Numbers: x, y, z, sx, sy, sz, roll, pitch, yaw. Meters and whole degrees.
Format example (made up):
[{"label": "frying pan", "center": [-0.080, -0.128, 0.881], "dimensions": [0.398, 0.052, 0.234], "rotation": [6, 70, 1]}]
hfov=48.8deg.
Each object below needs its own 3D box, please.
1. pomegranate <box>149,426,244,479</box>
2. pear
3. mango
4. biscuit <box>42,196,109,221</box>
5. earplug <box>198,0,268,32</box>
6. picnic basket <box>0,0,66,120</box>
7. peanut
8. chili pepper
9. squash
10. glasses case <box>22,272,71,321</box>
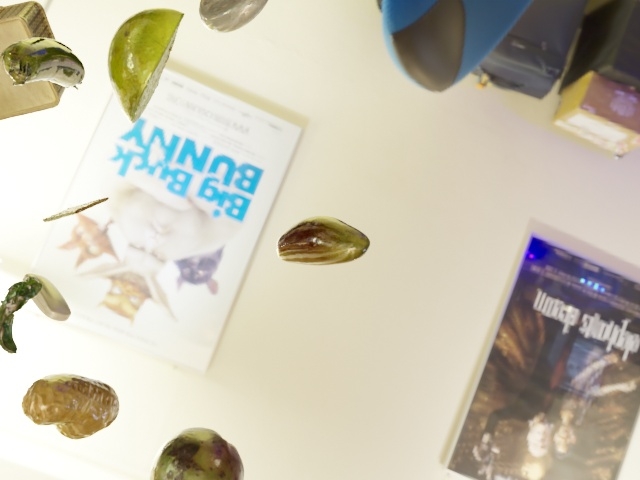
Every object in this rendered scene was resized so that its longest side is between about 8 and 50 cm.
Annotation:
[{"label": "pomegranate", "center": [-0.314, 0.610, 1.715], "dimensions": [0.242, 0.306, 0.242], "rotation": [20, -179, 0]}, {"label": "pear", "center": [-0.441, -0.396, 1.661], "dimensions": [0.139, 0.239, 0.288], "rotation": [18, 148, -18]}, {"label": "mango", "center": [0.000, 0.000, 1.721], "dimensions": [0.268, 0.133, 0.111], "rotation": [0, 125, 38]}, {"label": "biscuit", "center": [-0.723, -0.087, 2.057], "dimensions": [0.203, 0.016, 0.144], "rotation": [-10, -164, 36]}, {"label": "earplug", "center": [-0.202, -0.670, 1.756], "dimensions": [0.175, 0.325, 0.214], "rotation": [9, -142, -35]}, {"label": "picnic basket", "center": [-0.776, -0.409, 1.644], "dimensions": [0.313, 0.228, 0.175], "rotation": [-14, -147, 0]}, {"label": "peanut", "center": [-0.421, 0.282, 1.204], "dimensions": [0.095, 0.108, 0.226], "rotation": [2, 160, 16]}, {"label": "chili pepper", "center": [-0.685, 0.163, 1.576], "dimensions": [0.073, 0.182, 0.050], "rotation": [21, -177, -31]}, {"label": "squash", "center": [-0.456, -0.296, 1.175], "dimensions": [0.080, 0.071, 0.318], "rotation": [51, -174, -10]}, {"label": "glasses case", "center": [-0.723, 0.148, 1.862], "dimensions": [0.193, 0.049, 0.074], "rotation": [41, -169, 35]}]
